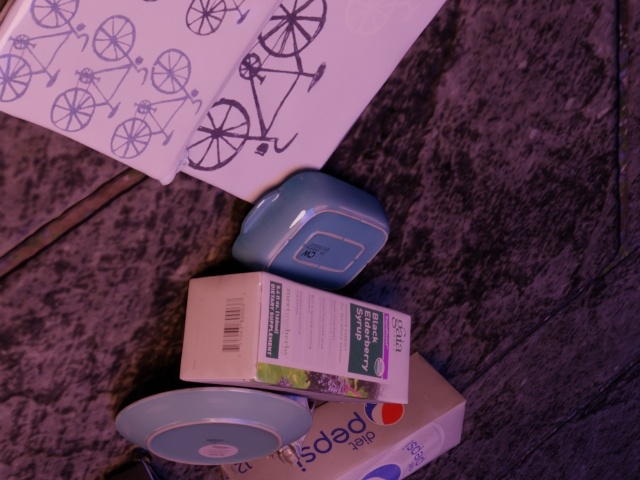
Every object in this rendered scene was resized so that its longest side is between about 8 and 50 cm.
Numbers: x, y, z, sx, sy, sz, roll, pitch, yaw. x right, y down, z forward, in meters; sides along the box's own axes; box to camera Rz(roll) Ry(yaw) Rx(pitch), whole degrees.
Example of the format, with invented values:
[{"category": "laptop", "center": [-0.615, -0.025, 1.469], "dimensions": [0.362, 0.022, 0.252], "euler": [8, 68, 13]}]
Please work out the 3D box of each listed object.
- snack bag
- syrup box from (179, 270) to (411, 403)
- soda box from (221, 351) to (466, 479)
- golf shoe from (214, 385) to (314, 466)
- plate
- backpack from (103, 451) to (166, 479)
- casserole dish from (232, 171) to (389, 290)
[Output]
[{"category": "snack bag", "center": [-0.037, -0.174, 0.664], "dimensions": [0.323, 0.037, 0.342], "euler": [-53, 142, 9]}, {"category": "syrup box", "center": [-0.014, 0.099, 0.854], "dimensions": [0.236, 0.096, 0.093], "euler": [19, 70, -48]}, {"category": "soda box", "center": [0.031, 0.248, 1.057], "dimensions": [0.286, 0.098, 0.091], "euler": [-26, 138, -25]}, {"category": "golf shoe", "center": [-0.054, 0.158, 0.943], "dimensions": [0.086, 0.069, 0.176], "euler": [-58, 148, -29]}, {"category": "plate", "center": [-0.100, 0.183, 0.854], "dimensions": [0.188, 0.024, 0.188], "euler": [-3, 149, -2]}, {"category": "backpack", "center": [-0.174, 0.288, 0.901], "dimensions": [0.084, 0.105, 0.114], "euler": [-31, 143, -9]}, {"category": "casserole dish", "center": [0.000, 0.000, 0.832], "dimensions": [0.114, 0.037, 0.188], "euler": [-48, 149, 15]}]
